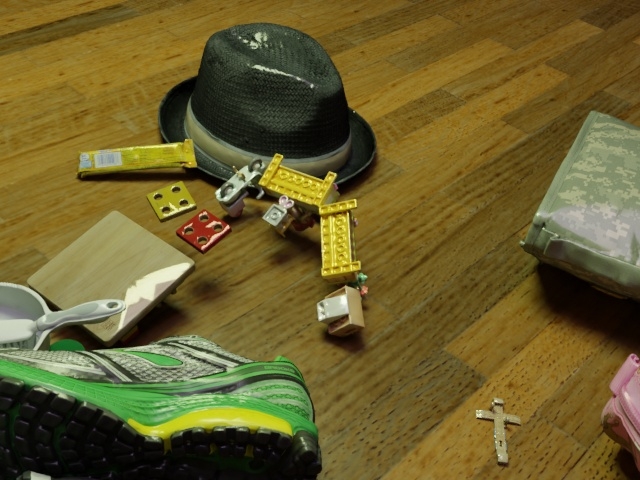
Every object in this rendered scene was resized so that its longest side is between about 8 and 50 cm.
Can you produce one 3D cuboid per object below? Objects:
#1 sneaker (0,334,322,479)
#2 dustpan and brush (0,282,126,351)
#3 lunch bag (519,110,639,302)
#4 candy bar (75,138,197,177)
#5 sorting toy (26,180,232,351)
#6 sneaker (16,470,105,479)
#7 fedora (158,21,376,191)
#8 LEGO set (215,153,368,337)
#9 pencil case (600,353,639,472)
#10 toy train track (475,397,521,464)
[{"bbox_3d":[-0.173,0.155,0.768,0.343,0.134,0.146,11,31,-11],"label":"sneaker"},{"bbox_3d":[-0.292,0.091,0.815,0.211,0.060,0.147,-7,50,-3],"label":"dustpan and brush"},{"bbox_3d":[0.395,-0.015,1.029,0.235,0.169,0.287,24,37,18],"label":"lunch bag"},{"bbox_3d":[-0.250,-0.110,1.117,0.161,0.018,0.040,-7,83,-7],"label":"candy bar"},{"bbox_3d":[-0.223,0.042,0.924,0.132,0.046,0.274,30,57,24],"label":"sorting toy"},{"bbox_3d":[-0.177,0.279,0.635,0.106,0.078,0.234,1,42,-21],"label":"sneaker"},{"bbox_3d":[-0.072,-0.211,1.194,0.334,0.152,0.334,5,39,-4],"label":"fedora"},{"bbox_3d":[0.000,0.000,1.022,0.132,0.107,0.287,-41,58,-3],"label":"LEGO set"},{"bbox_3d":[0.398,0.259,0.708,0.160,0.167,0.386,-29,43,6],"label":"pencil case"},{"bbox_3d":[0.187,0.194,0.857,0.048,0.014,0.083,9,40,0],"label":"toy train track"}]
